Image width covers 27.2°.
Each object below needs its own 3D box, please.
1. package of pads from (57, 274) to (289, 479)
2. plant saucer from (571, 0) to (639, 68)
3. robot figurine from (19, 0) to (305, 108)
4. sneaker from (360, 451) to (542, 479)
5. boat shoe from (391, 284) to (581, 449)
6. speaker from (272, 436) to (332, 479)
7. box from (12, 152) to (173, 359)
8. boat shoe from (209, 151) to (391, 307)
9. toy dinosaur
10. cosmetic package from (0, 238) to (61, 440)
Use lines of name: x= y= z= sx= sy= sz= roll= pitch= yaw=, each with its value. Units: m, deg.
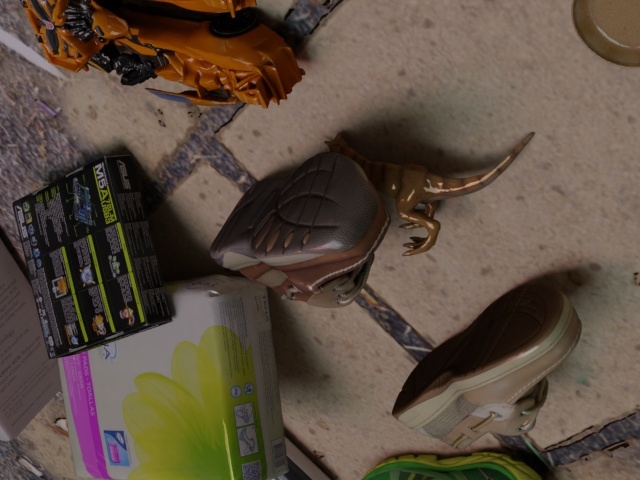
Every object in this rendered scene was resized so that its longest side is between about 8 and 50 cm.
package of pads: x=-0.175 y=0.157 z=1.504 sx=0.296 sy=0.101 sz=0.229 roll=-5 pitch=94 yaw=41
plant saucer: x=0.230 y=-0.168 z=0.991 sx=0.083 sy=0.015 sz=0.083 roll=22 pitch=138 yaw=21
robot figurine: x=-0.163 y=-0.210 z=1.203 sx=0.291 sy=0.085 sz=0.211 roll=12 pitch=139 yaw=30
sneaker: x=0.120 y=0.308 z=1.469 sx=0.109 sy=0.123 sz=0.295 roll=49 pitch=141 yaw=-14
boat shoe: x=0.174 y=0.133 z=1.270 sx=0.098 sy=0.109 sz=0.302 roll=36 pitch=148 yaw=-5
speaker: x=-0.048 y=0.272 z=1.623 sx=0.136 sy=0.055 sz=0.055 roll=45 pitch=142 yaw=-8
box: x=-0.255 y=0.021 z=1.458 sx=0.184 sy=0.045 sz=0.191 roll=-21 pitch=81 yaw=39
boat shoe: x=0.000 y=0.000 z=1.228 sx=0.116 sy=0.123 sz=0.324 roll=38 pitch=169 yaw=-15
toy dinosaur: x=0.089 y=-0.046 z=1.187 sx=0.211 sy=0.064 sz=0.112 roll=10 pitch=133 yaw=31
cosmetic package: x=-0.503 y=0.060 z=1.691 sx=0.217 sy=0.156 sz=0.385 roll=-1 pitch=129 yaw=41
